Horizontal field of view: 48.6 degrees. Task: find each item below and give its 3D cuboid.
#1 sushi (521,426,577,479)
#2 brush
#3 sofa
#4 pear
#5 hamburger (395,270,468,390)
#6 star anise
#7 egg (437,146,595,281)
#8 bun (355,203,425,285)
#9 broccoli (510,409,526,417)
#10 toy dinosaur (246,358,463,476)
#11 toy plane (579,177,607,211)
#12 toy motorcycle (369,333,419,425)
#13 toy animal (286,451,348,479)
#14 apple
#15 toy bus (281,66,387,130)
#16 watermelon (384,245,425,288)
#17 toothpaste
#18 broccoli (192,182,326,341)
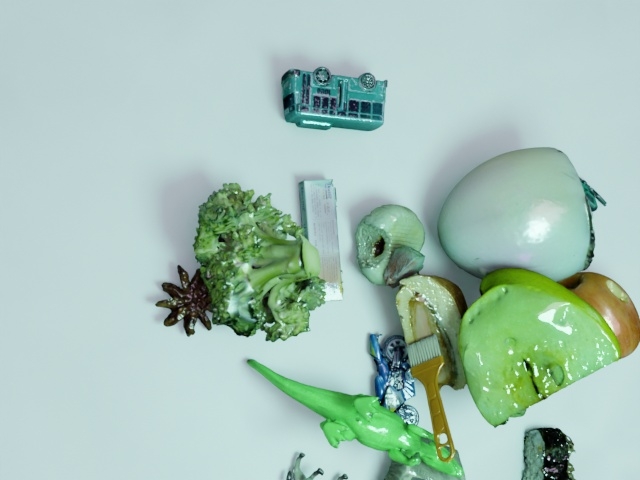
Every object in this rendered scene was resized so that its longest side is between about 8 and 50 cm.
[{"bbox_3d":[0.623,0.615,1.914,0.114,0.147,0.213,5,79,-10],"label":"sushi"},{"bbox_3d":[0.259,0.360,1.624,0.090,0.315,0.017,-29,135,24],"label":"brush"},{"bbox_3d":[0.238,0.637,1.844,0.210,0.176,0.226,24,110,-12],"label":"sofa"},{"bbox_3d":[0.473,0.214,1.647,0.342,0.238,0.318,-34,79,19],"label":"pear"},{"bbox_3d":[0.299,0.200,1.811,0.162,0.209,0.330,-17,108,20],"label":"hamburger"},{"bbox_3d":[-0.308,0.115,1.724,0.177,0.073,0.234,7,76,-23],"label":"star anise"},{"bbox_3d":[0.465,-0.043,1.807,0.339,0.354,0.355,-12,91,-1],"label":"egg"},{"bbox_3d":[0.163,0.004,1.824,0.203,0.126,0.213,36,84,-37],"label":"bun"},{"bbox_3d":[0.503,0.357,1.868,0.268,0.254,0.269,-7,119,-13],"label":"broccoli"},{"bbox_3d":[0.089,0.413,1.741,0.374,0.499,0.144,31,86,-50],"label":"toy dinosaur"},{"bbox_3d":[0.722,-0.149,2.017,0.235,0.060,0.096,40,71,-14],"label":"toy plane"},{"bbox_3d":[0.179,0.367,1.836,0.135,0.092,0.255,-4,80,-6],"label":"toy motorcycle"},{"bbox_3d":[-0.004,0.656,1.784,0.216,0.073,0.176,32,95,-8],"label":"toy animal"},{"bbox_3d":[0.725,0.209,1.911,0.242,0.242,0.241,-29,89,-14],"label":"apple"},{"bbox_3d":[0.031,-0.354,1.804,0.255,0.128,0.147,3,89,-17],"label":"toy bus"},{"bbox_3d":[0.208,0.061,1.741,0.081,0.180,0.094,30,59,9],"label":"watermelon"},{"bbox_3d":[0.000,0.000,1.810,0.089,0.071,0.313,-4,89,-13],"label":"toothpaste"},{"bbox_3d":[-0.139,0.062,1.665,0.277,0.317,0.339,-9,120,-54],"label":"broccoli"}]
